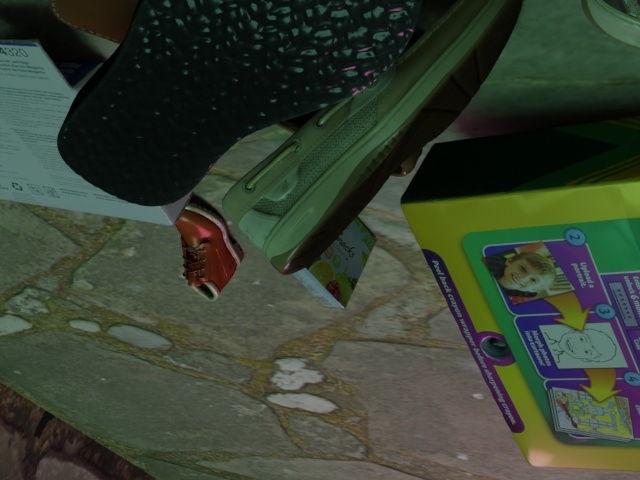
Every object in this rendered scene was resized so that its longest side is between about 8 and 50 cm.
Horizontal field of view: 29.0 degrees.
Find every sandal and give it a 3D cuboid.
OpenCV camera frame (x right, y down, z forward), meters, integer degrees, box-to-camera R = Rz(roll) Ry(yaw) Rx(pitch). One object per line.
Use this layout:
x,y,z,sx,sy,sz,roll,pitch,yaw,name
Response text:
-0.081,-0.160,0.994,0.167,0.107,0.445,34,146,-23,sandal

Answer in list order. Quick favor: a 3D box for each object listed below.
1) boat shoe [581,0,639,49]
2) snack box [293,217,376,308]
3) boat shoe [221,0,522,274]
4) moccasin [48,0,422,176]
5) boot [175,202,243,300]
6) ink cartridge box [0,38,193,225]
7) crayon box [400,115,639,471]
0.319,-0.162,0.851,0.285,0.103,0.092,21,160,20,boat shoe
0.000,0.000,1.435,0.037,0.100,0.141,3,148,40,snack box
0.041,-0.110,1.025,0.098,0.302,0.109,45,-172,15,boat shoe
-0.078,-0.161,1.140,0.380,0.147,0.139,25,154,0,moccasin
-0.157,0.014,1.620,0.059,0.085,0.158,9,149,33,boot
-0.359,-0.155,1.493,0.324,0.071,0.330,9,148,30,ink cartridge box
0.290,0.062,1.165,0.313,0.106,0.363,-5,127,35,crayon box
